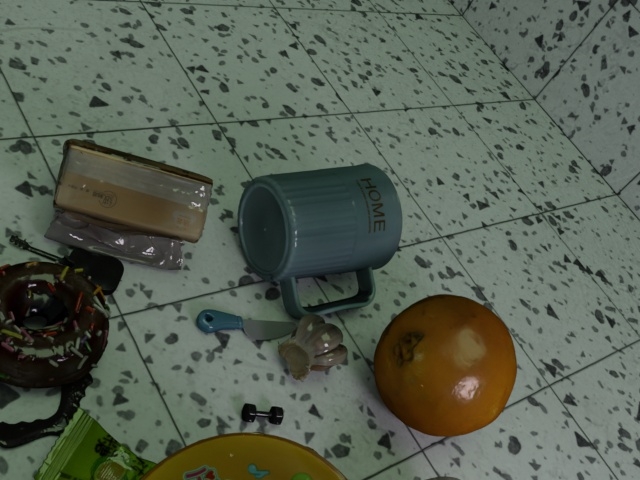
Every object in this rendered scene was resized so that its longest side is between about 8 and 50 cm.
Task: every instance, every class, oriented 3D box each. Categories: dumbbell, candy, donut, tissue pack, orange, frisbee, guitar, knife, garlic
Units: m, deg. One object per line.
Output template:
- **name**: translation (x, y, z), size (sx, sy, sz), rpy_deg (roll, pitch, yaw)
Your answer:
- **dumbbell**: translation (-0.115, 0.346, 1.533), size (0.083, 0.040, 0.036), rpy_deg (12, 79, -25)
- **candy**: translation (-0.346, 0.405, 1.296), size (0.246, 0.069, 0.149), rpy_deg (33, 46, -3)
- **donut**: translation (-0.511, 0.144, 1.402), size (0.269, 0.103, 0.270), rpy_deg (16, 45, -17)
- **tissue pack**: translation (-0.411, -0.071, 1.629), size (0.305, 0.239, 0.239), rpy_deg (15, 45, -21)
- **orange**: translation (0.270, 0.269, 1.661), size (0.312, 0.312, 0.312), rpy_deg (18, 44, -19)
- **frisbee**: translation (-0.438, 0.329, 1.353), size (0.187, 0.012, 0.211), rpy_deg (39, 40, 3)
- **guitar**: translation (-0.515, 0.039, 1.562), size (0.233, 0.025, 0.088), rpy_deg (24, 44, -13)
- **knife**: translation (-0.153, 0.189, 1.667), size (0.244, 0.032, 0.058), rpy_deg (12, 44, -30)
- **garlic**: translation (0.007, 0.226, 1.676), size (0.131, 0.127, 0.194), rpy_deg (50, 24, 21)

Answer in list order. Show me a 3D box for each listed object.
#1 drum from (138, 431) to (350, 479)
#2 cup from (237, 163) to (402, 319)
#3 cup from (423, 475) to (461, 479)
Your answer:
- **drum**: translation (-0.110, 0.506, 1.127), size (0.430, 0.214, 0.431), rpy_deg (-1, 62, 2)
- **cup**: translation (-0.012, -0.009, 1.813), size (0.311, 0.331, 0.256), rpy_deg (-7, 23, -36)
- **cup**: translation (0.208, 0.600, 1.362), size (0.288, 0.208, 0.273), rpy_deg (-24, 40, -5)
